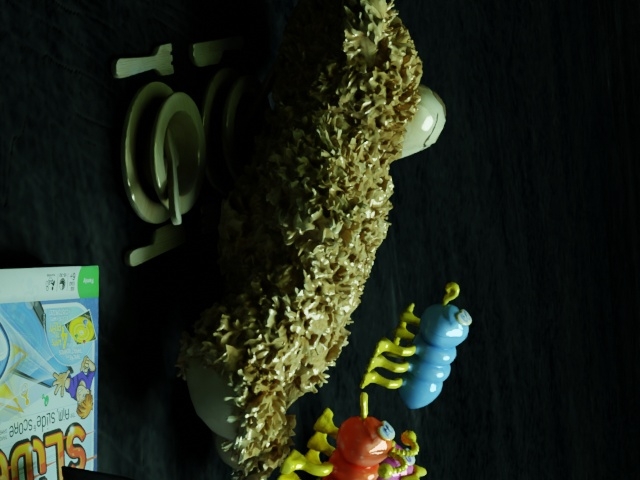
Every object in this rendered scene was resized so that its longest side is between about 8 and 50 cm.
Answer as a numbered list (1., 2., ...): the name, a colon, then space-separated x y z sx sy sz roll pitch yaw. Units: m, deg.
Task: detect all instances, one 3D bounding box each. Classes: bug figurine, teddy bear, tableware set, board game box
1. bug figurine: 0.034 0.158 1.318 0.279 0.072 0.216 -47 160 -60
2. teddy bear: 0.000 0.000 1.214 0.245 0.113 0.338 86 21 -53
3. tableware set: -0.069 -0.064 1.190 0.194 0.039 0.128 -27 116 -65
4. board game box: -0.174 0.081 0.938 0.201 0.035 0.136 -3 94 -68

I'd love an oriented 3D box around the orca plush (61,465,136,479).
1. orca plush: -0.150 0.259 0.965 0.151 0.102 0.287 9 86 -33
